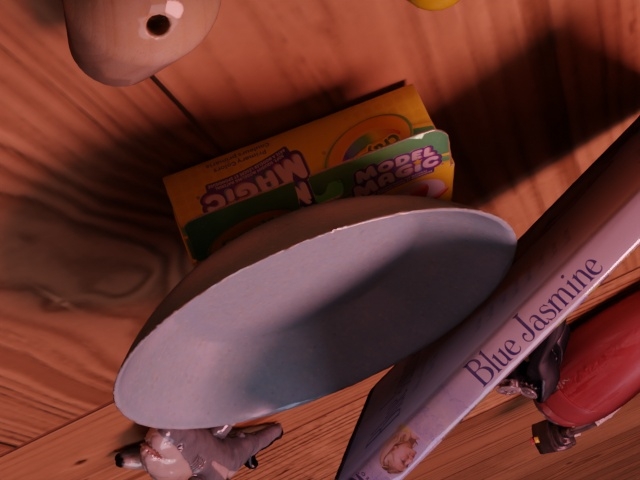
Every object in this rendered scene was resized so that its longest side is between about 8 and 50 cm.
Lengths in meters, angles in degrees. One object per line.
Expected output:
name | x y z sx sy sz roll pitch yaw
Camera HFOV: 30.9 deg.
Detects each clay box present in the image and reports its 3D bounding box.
clay box | 0.000 0.000 0.595 0.127 0.053 0.222 -21 155 -5

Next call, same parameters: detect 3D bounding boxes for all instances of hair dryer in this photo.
hair dryer | 0.289 0.095 1.074 0.223 0.080 0.293 -36 164 -10

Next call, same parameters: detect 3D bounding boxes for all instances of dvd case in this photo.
dvd case | 0.106 0.023 0.599 0.253 0.022 0.180 -47 180 13

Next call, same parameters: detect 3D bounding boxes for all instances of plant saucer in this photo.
plant saucer | -0.006 0.026 0.531 0.195 0.037 0.195 -20 156 -9

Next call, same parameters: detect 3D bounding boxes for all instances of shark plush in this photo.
shark plush | -0.074 0.159 0.873 0.161 0.073 0.067 10 111 -45

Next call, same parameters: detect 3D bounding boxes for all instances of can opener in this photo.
can opener | 0.168 0.080 0.935 0.059 0.073 0.186 13 159 16

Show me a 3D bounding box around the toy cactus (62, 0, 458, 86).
toy cactus | -0.048 -0.095 0.323 0.219 0.112 0.180 -16 175 -22
